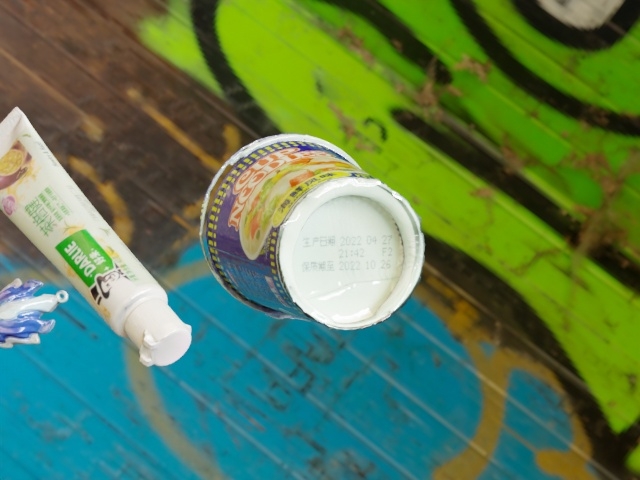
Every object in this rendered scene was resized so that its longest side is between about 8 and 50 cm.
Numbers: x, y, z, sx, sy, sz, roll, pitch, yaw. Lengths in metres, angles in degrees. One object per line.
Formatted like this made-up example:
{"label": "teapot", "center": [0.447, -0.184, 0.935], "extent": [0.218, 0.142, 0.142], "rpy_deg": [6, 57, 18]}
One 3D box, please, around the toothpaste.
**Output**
{"label": "toothpaste", "center": [-0.210, -0.006, 1.007], "extent": [0.058, 0.314, 0.056], "rpy_deg": [-19, 138, -37]}

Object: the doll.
{"label": "doll", "center": [-0.428, 0.109, 1.583], "extent": [0.195, 0.096, 0.070], "rpy_deg": [-22, 164, 2]}

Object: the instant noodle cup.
{"label": "instant noodle cup", "center": [0.000, 0.000, 1.602], "extent": [0.284, 0.284, 0.312], "rpy_deg": [-52, -163, -4]}
